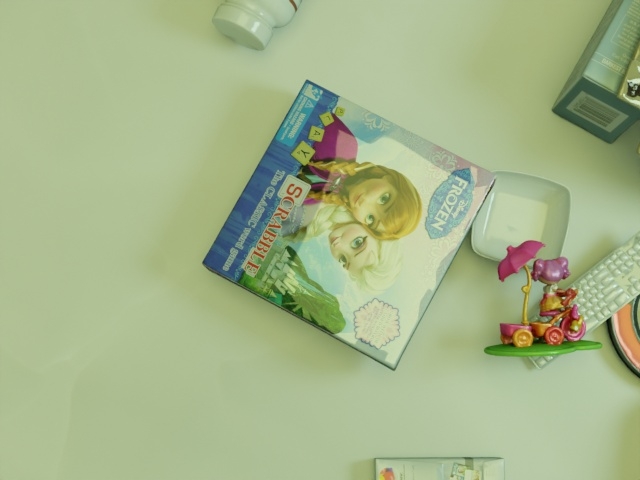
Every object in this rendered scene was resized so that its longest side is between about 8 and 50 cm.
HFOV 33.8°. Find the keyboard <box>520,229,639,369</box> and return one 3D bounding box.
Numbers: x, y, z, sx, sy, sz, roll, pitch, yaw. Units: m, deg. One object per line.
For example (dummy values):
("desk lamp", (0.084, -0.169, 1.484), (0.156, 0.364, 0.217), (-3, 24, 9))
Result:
("keyboard", (0.402, 0.086, 1.558), (0.256, 0.014, 0.072), (-39, 73, 4))

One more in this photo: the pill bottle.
("pill bottle", (-0.075, -0.404, 1.601), (0.121, 0.121, 0.216), (27, 81, 3))

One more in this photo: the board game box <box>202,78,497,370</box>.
("board game box", (0.043, -0.025, 1.536), (0.318, 0.066, 0.318), (27, 83, 8))

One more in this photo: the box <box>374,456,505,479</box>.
("box", (0.172, 0.386, 1.521), (0.186, 0.038, 0.145), (-1, 81, -2))

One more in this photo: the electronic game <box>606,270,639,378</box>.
("electronic game", (0.539, 0.113, 1.566), (0.229, 0.048, 0.229), (0, 81, -1))

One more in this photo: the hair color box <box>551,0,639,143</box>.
("hair color box", (0.497, -0.346, 1.569), (0.114, 0.185, 0.374), (30, 82, 3))

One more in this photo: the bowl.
("bowl", (0.297, -0.029, 1.582), (0.142, 0.053, 0.142), (13, 82, 1))

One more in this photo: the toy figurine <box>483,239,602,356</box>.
("toy figurine", (0.316, 0.078, 1.503), (0.173, 0.130, 0.159), (-2, 90, -11))

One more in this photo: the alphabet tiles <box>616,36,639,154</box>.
("alphabet tiles", (0.585, -0.206, 1.483), (0.343, 0.011, 0.285), (24, 84, -15))
